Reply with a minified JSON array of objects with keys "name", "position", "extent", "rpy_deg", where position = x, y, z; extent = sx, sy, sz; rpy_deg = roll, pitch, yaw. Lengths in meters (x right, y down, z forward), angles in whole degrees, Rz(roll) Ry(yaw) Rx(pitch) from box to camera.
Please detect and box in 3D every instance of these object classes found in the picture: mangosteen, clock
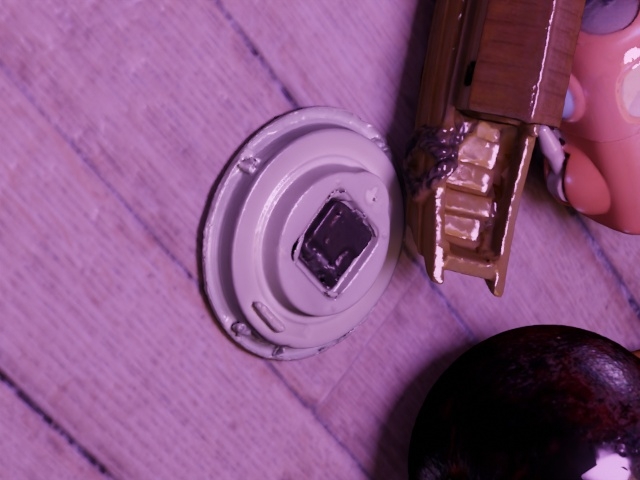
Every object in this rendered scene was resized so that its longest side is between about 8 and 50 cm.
[{"name":"mangosteen","position":[0.234,0.219,1.673],"extent":[0.300,0.300,0.300],"rpy_deg":[-13,112,-37]},{"name":"clock","position":[0.000,0.000,1.564],"extent":[0.236,0.053,0.236],"rpy_deg":[-13,111,-36]}]

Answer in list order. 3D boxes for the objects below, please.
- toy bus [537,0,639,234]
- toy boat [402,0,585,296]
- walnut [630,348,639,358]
[{"name":"toy bus","position":[0.303,-0.142,1.701],"extent":[0.232,0.194,0.288],"rpy_deg":[-30,122,-16]},{"name":"toy boat","position":[0.173,-0.175,1.568],"extent":[0.136,0.162,0.446],"rpy_deg":[11,94,-24]},{"name":"walnut","position":[0.341,0.174,1.876],"extent":[0.207,0.115,0.116],"rpy_deg":[-26,119,-40]}]
